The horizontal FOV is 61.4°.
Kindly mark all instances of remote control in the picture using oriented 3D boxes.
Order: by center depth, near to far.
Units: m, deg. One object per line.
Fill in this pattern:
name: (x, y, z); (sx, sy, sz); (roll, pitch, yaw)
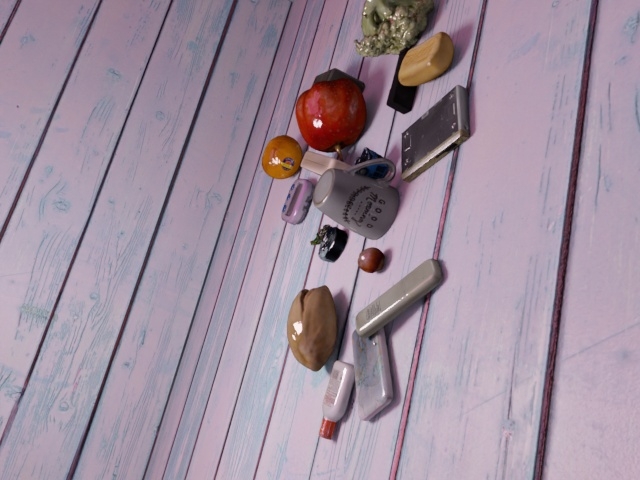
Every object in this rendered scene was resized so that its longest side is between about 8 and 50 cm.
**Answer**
remote control: (0.203, 0.157, 1.454); (0.309, 0.038, 0.090); (-43, 29, 27)

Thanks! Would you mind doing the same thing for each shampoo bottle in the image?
shampoo bottle: (0.045, 0.466, 1.575); (0.108, 0.051, 0.221); (-2, 69, 64)

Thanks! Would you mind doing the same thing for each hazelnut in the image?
hazelnut: (0.155, 0.060, 1.649); (0.086, 0.086, 0.087); (-47, 31, 41)

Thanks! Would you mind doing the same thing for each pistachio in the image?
pistachio: (-0.023, 0.281, 1.753); (0.162, 0.182, 0.293); (-15, 50, 16)

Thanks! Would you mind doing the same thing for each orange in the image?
orange: (-0.187, -0.406, 2.649); (0.219, 0.192, 0.220); (-20, 63, 48)

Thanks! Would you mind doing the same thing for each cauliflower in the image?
cauliflower: (0.250, -0.796, 1.942); (0.327, 0.281, 0.260); (-43, 63, 17)

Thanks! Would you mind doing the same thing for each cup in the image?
cup: (0.124, -0.158, 1.711); (0.258, 0.233, 0.186); (-59, 25, 16)

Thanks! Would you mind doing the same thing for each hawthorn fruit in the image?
hawthorn fruit: (0.051, -0.464, 2.132); (0.287, 0.286, 0.331); (-25, 75, 58)

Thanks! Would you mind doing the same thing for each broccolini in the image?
broccolini: (-0.011, -0.007, 2.091); (0.201, 0.058, 0.074); (-22, 44, 58)

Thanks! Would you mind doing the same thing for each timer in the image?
timer: (-0.103, -0.174, 2.420); (0.209, 0.069, 0.190); (-68, 23, 0)

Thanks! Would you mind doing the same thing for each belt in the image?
belt: (0.041, 0.015, 1.958); (0.140, 0.058, 0.105); (-61, 24, 19)

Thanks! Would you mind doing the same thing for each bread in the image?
bread: (0.346, -0.574, 1.742); (0.217, 0.098, 0.148); (4, 73, 64)

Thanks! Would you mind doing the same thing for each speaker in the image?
speaker: (0.292, -0.551, 1.862); (0.044, 0.082, 0.218); (-14, 59, 63)

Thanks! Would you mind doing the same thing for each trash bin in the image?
trash bin: (0.061, -0.656, 2.353); (0.122, 0.164, 0.240); (-67, 23, 4)

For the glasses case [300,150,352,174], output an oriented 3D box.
glasses case: (0.037, -0.280, 2.111); (0.076, 0.143, 0.336); (-67, 22, 6)

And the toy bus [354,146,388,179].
toy bus: (0.154, -0.215, 1.845); (0.090, 0.106, 0.185); (-100, 33, -56)

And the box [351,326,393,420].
box: (0.140, 0.341, 1.490); (0.142, 0.044, 0.285); (-55, 26, 38)

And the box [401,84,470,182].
box: (0.335, -0.319, 1.617); (0.270, 0.045, 0.211); (-36, 40, 52)
